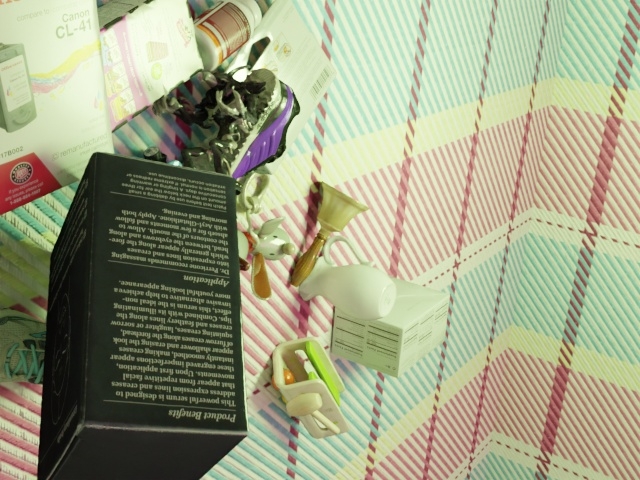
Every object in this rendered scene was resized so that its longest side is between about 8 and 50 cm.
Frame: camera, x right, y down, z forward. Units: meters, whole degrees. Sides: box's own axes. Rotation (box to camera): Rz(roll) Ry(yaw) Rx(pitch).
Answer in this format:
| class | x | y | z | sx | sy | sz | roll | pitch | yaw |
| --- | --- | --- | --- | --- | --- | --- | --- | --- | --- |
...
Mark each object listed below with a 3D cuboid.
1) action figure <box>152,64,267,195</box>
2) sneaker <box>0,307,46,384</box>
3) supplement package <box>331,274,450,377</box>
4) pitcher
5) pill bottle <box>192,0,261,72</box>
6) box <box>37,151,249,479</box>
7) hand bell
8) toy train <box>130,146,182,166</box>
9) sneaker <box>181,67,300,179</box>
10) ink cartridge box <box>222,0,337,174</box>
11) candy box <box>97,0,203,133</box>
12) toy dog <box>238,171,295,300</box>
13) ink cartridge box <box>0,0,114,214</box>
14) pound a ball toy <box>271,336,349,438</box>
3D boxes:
| class | x | y | z | sx | sy | sz | roll | pitch | yaw |
| --- | --- | --- | --- | --- | --- | --- | --- | --- | --- |
| action figure | -0.179 | -0.197 | 1.458 | 0.141 | 0.164 | 0.275 | 42 | 46 | -50 |
| sneaker | -0.422 | 0.172 | 1.360 | 0.283 | 0.122 | 0.110 | 6 | 101 | -59 |
| supplement package | 0.185 | 0.218 | 2.311 | 0.262 | 0.204 | 0.145 | -25 | 125 | -52 |
| pitcher | 0.076 | 0.087 | 2.061 | 0.125 | 0.207 | 0.177 | 35 | 74 | -59 |
| pill bottle | -0.171 | -0.363 | 1.531 | 0.152 | 0.086 | 0.086 | -48 | 142 | -35 |
| box | -0.256 | 0.129 | 1.235 | 0.212 | 0.293 | 0.395 | 9 | 56 | -24 |
| hand bell | 0.000 | 0.000 | 2.017 | 0.242 | 0.126 | 0.126 | -61 | 150 | 3 |
| toy train | -0.282 | -0.072 | 1.515 | 0.105 | 0.080 | 0.184 | -42 | 140 | -29 |
| sneaker | -0.134 | -0.160 | 1.606 | 0.293 | 0.102 | 0.146 | -52 | 148 | 10 |
| ink cartridge box | -0.100 | -0.305 | 1.711 | 0.275 | 0.060 | 0.239 | -59 | 137 | -21 |
| candy box | -0.295 | -0.291 | 1.378 | 0.233 | 0.071 | 0.159 | -45 | 140 | -38 |
| toy dog | -0.138 | 0.017 | 1.711 | 0.334 | 0.161 | 0.220 | -35 | 134 | -47 |
| ink cartridge box | -0.408 | -0.217 | 1.173 | 0.226 | 0.131 | 0.306 | -35 | 135 | -47 |
| pound a ball toy | -0.032 | 0.376 | 2.070 | 0.319 | 0.136 | 0.208 | 64 | 15 | -50 |
